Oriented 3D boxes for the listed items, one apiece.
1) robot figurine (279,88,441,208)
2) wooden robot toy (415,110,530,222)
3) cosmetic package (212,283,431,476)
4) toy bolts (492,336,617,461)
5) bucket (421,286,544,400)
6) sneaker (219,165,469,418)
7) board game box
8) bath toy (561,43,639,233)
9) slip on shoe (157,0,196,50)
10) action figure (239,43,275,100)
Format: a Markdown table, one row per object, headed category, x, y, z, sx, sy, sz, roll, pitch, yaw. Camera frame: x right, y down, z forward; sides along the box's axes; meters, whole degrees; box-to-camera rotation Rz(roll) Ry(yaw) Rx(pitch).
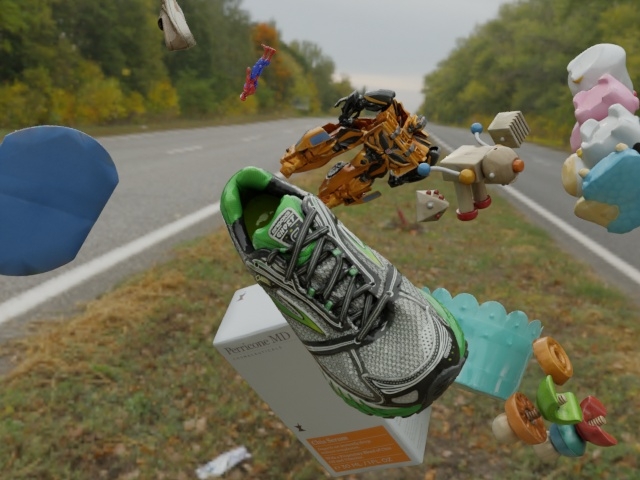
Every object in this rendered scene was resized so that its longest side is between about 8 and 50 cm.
| category | x | y | z | sx | sy | sz | roll | pitch | yaw |
| --- | --- | --- | --- | --- | --- | --- | --- | --- | --- |
| robot figurine | 0.072 | -0.153 | 1.439 | 0.291 | 0.211 | 0.085 | -22 | 31 | 43 |
| wooden robot toy | 0.166 | -0.066 | 0.761 | 0.079 | 0.076 | 0.173 | 2 | 31 | 48 |
| cosmetic package | 0.017 | 0.278 | 1.623 | 0.230 | 0.453 | 0.161 | -19 | 32 | 31 |
| toy bolts | 0.439 | 0.330 | 1.555 | 0.228 | 0.158 | 0.218 | 39 | 31 | -23 |
| bucket | 0.323 | 0.229 | 1.723 | 0.281 | 0.183 | 0.281 | 19 | -9 | 3 |
| sneaker | 0.000 | 0.044 | 0.783 | 0.343 | 0.134 | 0.146 | 38 | -8 | 41 |
| board game box | -0.285 | -0.043 | 0.795 | 0.133 | 0.168 | 0.033 | 20 | 17 | -50 |
| bath toy | 0.451 | -0.170 | 1.255 | 0.129 | 0.151 | 0.348 | 37 | 42 | -21 |
| slip on shoe | -0.225 | -0.331 | 1.186 | 0.041 | 0.135 | 0.051 | -27 | -28 | 0 |
| action figure | -0.126 | -0.320 | 1.532 | 0.030 | 0.115 | 0.038 | 32 | 15 | 16 |
